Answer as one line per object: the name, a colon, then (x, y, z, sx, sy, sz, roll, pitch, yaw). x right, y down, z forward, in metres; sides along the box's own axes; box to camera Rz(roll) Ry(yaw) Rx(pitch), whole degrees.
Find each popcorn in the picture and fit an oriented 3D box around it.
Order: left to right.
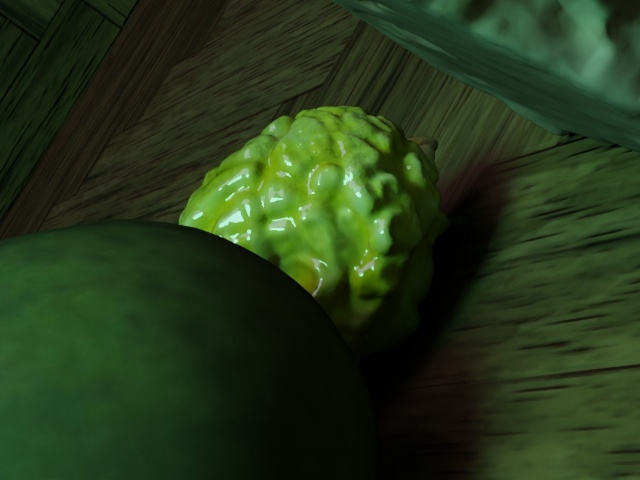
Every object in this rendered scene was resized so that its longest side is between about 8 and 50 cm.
popcorn: (0.000, 0.000, 1.161, 0.180, 0.170, 0.180, -164, 90, -72)

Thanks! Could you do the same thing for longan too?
longan: (-0.116, 0.139, 0.988, 0.319, 0.319, 0.319, -48, 18, 21)

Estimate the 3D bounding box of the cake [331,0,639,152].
cake: (0.128, -0.225, 0.993, 0.306, 0.314, 0.293, -64, 15, -2)
